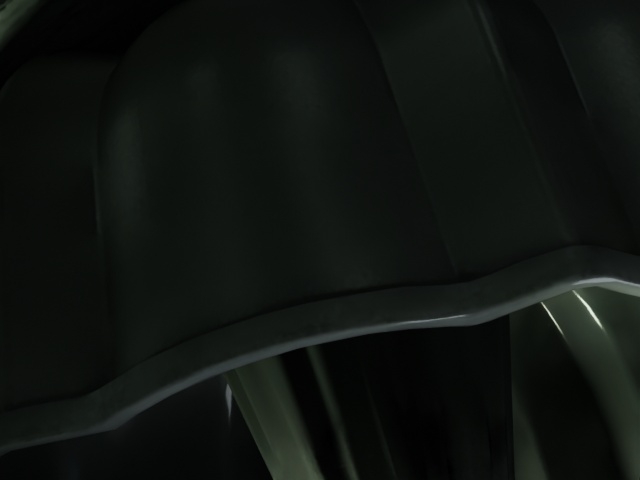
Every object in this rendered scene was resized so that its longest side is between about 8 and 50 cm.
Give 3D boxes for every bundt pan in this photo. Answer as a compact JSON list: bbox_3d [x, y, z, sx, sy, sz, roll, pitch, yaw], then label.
[{"bbox_3d":[0.013,0.031,0.548,0.330,0.124,0.331,-12,154,-6],"label":"bundt pan"}]
